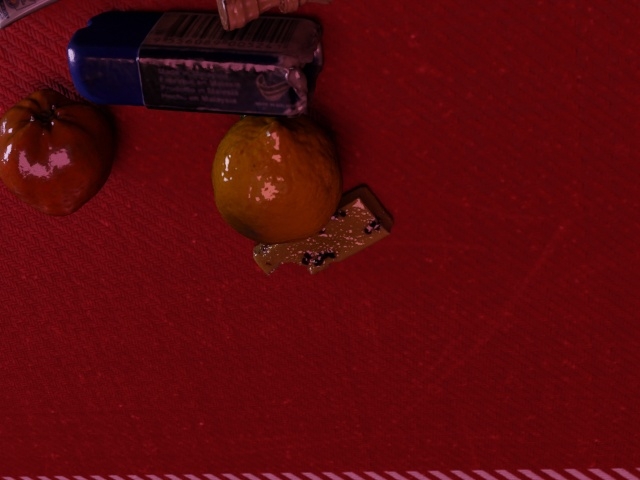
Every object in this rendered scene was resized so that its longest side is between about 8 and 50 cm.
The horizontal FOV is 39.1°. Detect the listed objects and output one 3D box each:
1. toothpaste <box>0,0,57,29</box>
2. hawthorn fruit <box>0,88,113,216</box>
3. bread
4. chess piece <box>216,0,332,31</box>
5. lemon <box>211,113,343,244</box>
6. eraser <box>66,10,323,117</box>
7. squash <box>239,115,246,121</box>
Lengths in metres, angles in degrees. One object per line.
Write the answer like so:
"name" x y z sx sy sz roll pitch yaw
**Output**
"toothpaste" -0.368 -0.357 1.255 0.239 0.039 0.062 -14 106 21
"hawthorn fruit" -0.398 -0.126 1.341 0.189 0.189 0.189 5 125 8
"bread" 0.000 0.000 1.421 0.226 0.049 0.088 -30 114 28
"chess piece" -0.048 -0.320 1.179 0.172 0.060 0.060 -16 124 -11
"lemon" -0.060 -0.088 1.283 0.188 0.188 0.256 8 155 6
"eraser" -0.164 -0.242 1.222 0.332 0.155 0.101 4 126 9
"squash" -0.110 -0.159 1.348 0.027 0.027 0.089 12 126 3
